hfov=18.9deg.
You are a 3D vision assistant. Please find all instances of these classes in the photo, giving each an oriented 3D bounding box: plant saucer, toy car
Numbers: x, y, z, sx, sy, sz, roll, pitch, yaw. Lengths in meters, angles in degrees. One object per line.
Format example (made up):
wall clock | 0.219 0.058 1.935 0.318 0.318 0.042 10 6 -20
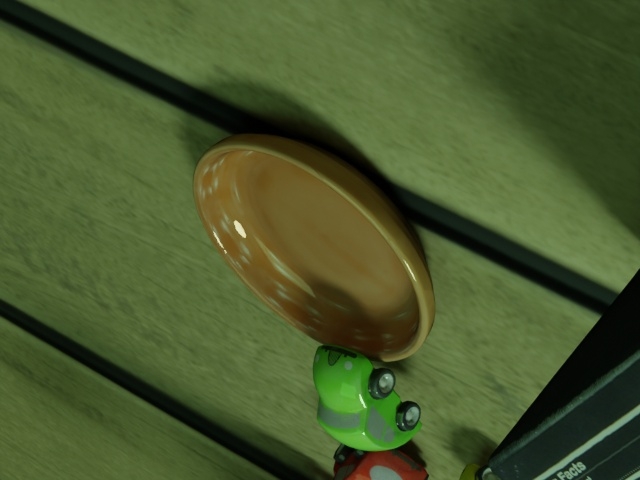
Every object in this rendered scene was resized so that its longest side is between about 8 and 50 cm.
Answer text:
plant saucer | 0.000 0.000 1.328 0.200 0.037 0.200 29 149 20
toy car | 0.055 0.158 1.419 0.239 0.053 0.225 10 150 44

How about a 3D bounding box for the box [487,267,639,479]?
box | 0.291 0.104 0.960 0.294 0.182 0.296 40 150 1
